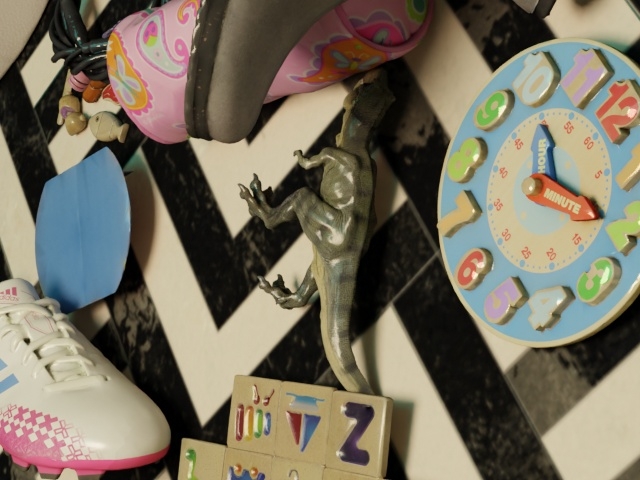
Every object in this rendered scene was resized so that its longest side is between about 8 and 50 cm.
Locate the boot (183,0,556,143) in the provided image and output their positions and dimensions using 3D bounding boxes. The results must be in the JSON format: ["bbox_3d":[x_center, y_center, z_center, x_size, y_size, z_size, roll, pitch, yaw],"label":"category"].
[{"bbox_3d":[0.057,-0.191,1.026,0.118,0.223,0.338,-72,5,-84],"label":"boot"}]

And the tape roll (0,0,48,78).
[{"bbox_3d":[-0.402,-0.332,1.689,0.392,0.072,0.392,-15,70,46],"label":"tape roll"}]

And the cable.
[{"bbox_3d":[-0.194,-0.219,1.437,0.184,0.047,0.150,29,94,43],"label":"cable"}]

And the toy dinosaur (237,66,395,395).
[{"bbox_3d":[0.000,0.000,1.167,0.118,0.064,0.268,-5,79,40],"label":"toy dinosaur"}]

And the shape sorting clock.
[{"bbox_3d":[0.149,-0.032,1.022,0.206,0.040,0.206,-16,68,45],"label":"shape sorting clock"}]

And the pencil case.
[{"bbox_3d":[-0.048,-0.164,1.217,0.284,0.124,0.124,-15,69,46],"label":"pencil case"}]

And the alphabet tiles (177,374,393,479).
[{"bbox_3d":[-0.025,0.276,1.141,0.285,0.011,0.342,2,85,48],"label":"alphabet tiles"}]

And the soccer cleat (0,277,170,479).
[{"bbox_3d":[-0.247,0.112,1.353,0.331,0.116,0.143,10,106,50],"label":"soccer cleat"}]

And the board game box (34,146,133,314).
[{"bbox_3d":[-0.205,-0.004,1.416,0.169,0.033,0.133,-23,68,48],"label":"board game box"}]

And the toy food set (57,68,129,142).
[{"bbox_3d":[-0.218,-0.135,1.471,0.122,0.019,0.078,10,88,49],"label":"toy food set"}]
